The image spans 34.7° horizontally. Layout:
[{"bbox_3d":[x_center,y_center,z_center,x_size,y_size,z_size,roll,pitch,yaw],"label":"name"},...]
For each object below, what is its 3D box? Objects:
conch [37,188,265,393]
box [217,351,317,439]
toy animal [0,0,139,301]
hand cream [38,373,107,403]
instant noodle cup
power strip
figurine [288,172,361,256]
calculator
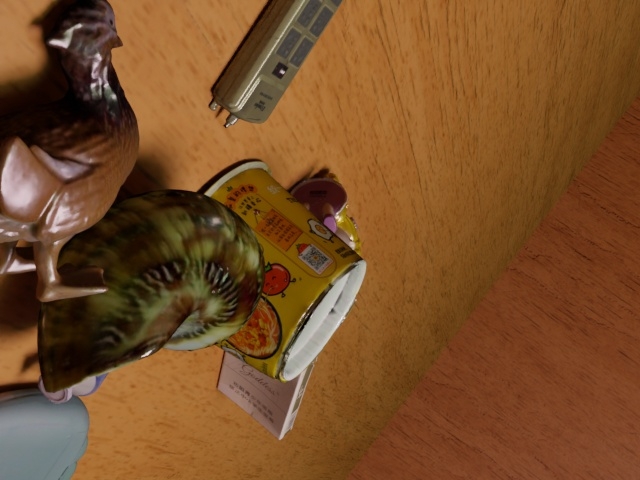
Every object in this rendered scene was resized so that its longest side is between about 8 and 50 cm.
[{"bbox_3d":[-0.136,0.036,0.795,0.187,0.124,0.181,-28,170,-2],"label":"conch"},{"bbox_3d":[-0.064,0.149,1.211,0.029,0.109,0.198,-41,159,-37],"label":"box"},{"bbox_3d":[-0.173,-0.051,0.599,0.188,0.089,0.179,-27,132,-55],"label":"toy animal"},{"bbox_3d":[-0.189,0.088,0.880,0.142,0.053,0.084,-48,165,-53],"label":"hand cream"},{"bbox_3d":[-0.050,0.038,0.965,0.182,0.144,0.182,-49,163,-21],"label":"instant noodle cup"},{"bbox_3d":[-0.030,-0.161,0.834,0.169,0.028,0.076,-56,164,8],"label":"power strip"},{"bbox_3d":[0.000,0.000,1.135,0.115,0.095,0.156,-65,158,-48],"label":"figurine"},{"bbox_3d":[-0.281,0.204,0.860,0.185,0.041,0.299,-55,162,4],"label":"calculator"}]
